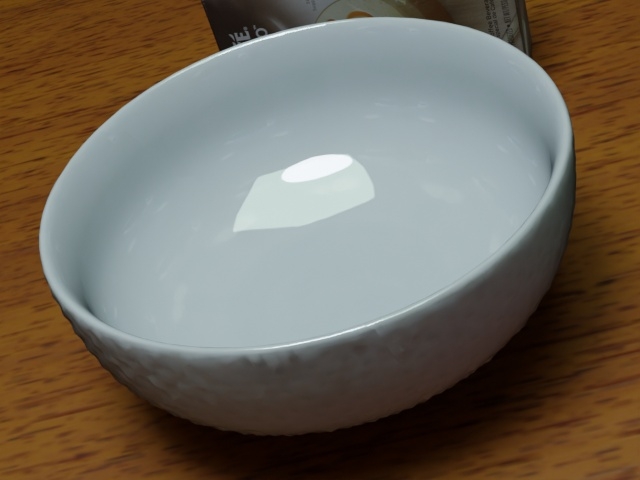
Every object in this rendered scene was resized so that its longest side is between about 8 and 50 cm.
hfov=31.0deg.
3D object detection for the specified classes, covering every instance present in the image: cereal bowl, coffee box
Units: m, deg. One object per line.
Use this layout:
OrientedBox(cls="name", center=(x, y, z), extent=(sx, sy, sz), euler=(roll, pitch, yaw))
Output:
OrientedBox(cls="cereal bowl", center=(0.000, 0.000, 0.755), extent=(0.339, 0.141, 0.339), euler=(-11, 38, 9))
OrientedBox(cls="coffee box", center=(0.044, -0.185, 0.966), extent=(0.247, 0.141, 0.098), euler=(-6, 40, 16))
